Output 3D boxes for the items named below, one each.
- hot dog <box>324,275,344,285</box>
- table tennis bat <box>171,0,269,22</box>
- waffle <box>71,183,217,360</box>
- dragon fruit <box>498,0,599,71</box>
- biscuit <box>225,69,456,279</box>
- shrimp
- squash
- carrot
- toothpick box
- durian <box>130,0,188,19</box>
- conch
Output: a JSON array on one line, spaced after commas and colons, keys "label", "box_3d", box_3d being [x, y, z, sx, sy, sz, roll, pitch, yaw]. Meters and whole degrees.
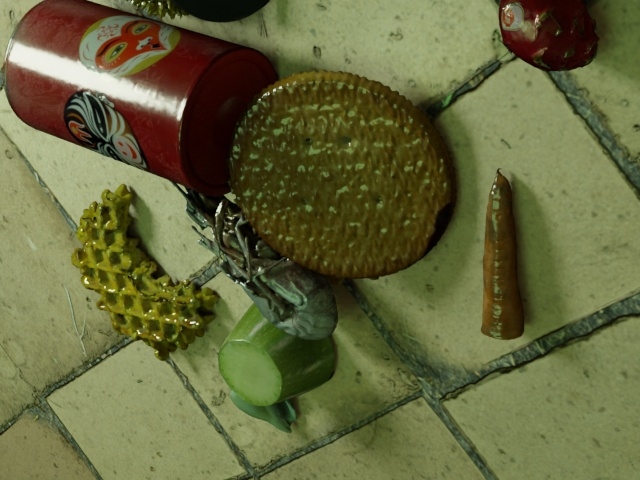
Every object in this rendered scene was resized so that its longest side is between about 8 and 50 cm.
[{"label": "hot dog", "box_3d": [0.000, 0.000, 1.633, 0.044, 0.028, 0.137, -12, 114, 19]}, {"label": "table tennis bat", "box_3d": [-0.158, -0.351, 1.428, 0.236, 0.027, 0.150, 21, 123, -24]}, {"label": "waffle", "box_3d": [-0.312, 0.067, 1.937, 0.293, 0.069, 0.260, 50, 138, 5]}, {"label": "dragon fruit", "box_3d": [0.213, -0.252, 1.221, 0.190, 0.094, 0.094, 53, 139, 7]}, {"label": "biscuit", "box_3d": [0.025, -0.080, 1.484, 0.305, 0.038, 0.305, 8, 125, 12]}, {"label": "shrimp", "box_3d": [-0.098, 0.003, 1.634, 0.343, 0.116, 0.145, 49, 165, 0]}, {"label": "squash", "box_3d": [-0.070, 0.173, 1.758, 0.170, 0.123, 0.170, 18, 125, 28]}, {"label": "carrot", "box_3d": [0.223, 0.019, 1.429, 0.057, 0.057, 0.224, 16, 124, 35]}, {"label": "toothpick box", "box_3d": [-0.245, -0.203, 1.585, 0.333, 0.204, 0.204, 22, 131, 31]}, {"label": "durian", "box_3d": [-0.232, -0.388, 1.503, 0.183, 0.138, 0.249, 11, 131, 27]}, {"label": "conch", "box_3d": [-0.098, 0.239, 1.869, 0.180, 0.065, 0.088, 44, 119, -9]}]
